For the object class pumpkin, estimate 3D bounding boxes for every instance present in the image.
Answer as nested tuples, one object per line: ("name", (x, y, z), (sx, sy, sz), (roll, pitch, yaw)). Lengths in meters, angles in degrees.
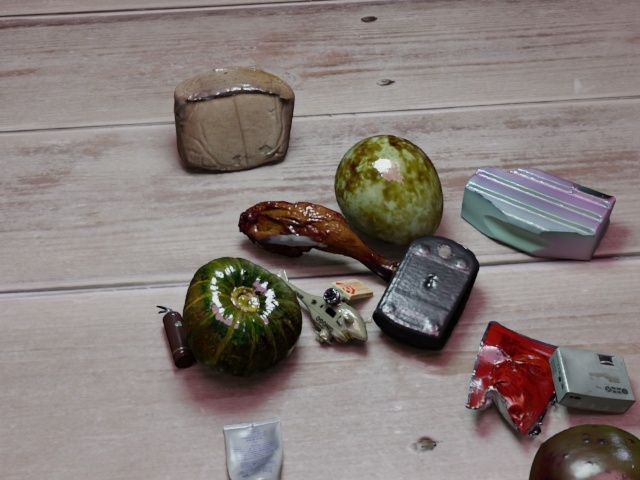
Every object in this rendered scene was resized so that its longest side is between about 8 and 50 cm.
("pumpkin", (-0.173, 0.168, 1.910), (0.260, 0.189, 0.260), (14, 48, -15))

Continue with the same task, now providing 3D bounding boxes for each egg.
("egg", (0.165, -0.113, 2.123), (0.238, 0.238, 0.289), (-30, 55, -25))

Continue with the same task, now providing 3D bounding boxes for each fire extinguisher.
("fire extinguisher", (-0.308, 0.201, 1.970), (0.064, 0.043, 0.158), (9, 39, -33))

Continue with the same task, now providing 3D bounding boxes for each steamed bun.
("steamed bun", (-0.222, -0.326, 2.345), (0.302, 0.251, 0.199), (-5, 36, -8))

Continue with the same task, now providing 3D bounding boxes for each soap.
("soap", (0.503, -0.068, 2.163), (0.324, 0.109, 0.193), (24, 51, 21))

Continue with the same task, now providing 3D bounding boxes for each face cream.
("face cream", (-0.121, 0.428, 1.750), (0.114, 0.070, 0.224), (-7, 35, -6))

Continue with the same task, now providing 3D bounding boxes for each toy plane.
("toy plane", (-0.010, 0.142, 1.999), (0.286, 0.092, 0.108), (37, 82, 28))

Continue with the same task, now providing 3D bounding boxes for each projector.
("projector", (0.542, 0.282, 1.845), (0.147, 0.061, 0.115), (9, 47, -11))

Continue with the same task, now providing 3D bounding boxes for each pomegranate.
("pomegranate", (0.512, 0.450, 1.576), (0.324, 0.290, 0.290), (-10, 47, -16))

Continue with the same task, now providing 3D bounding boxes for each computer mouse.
("computer mouse", (0.232, 0.117, 1.998), (0.170, 0.100, 0.269), (22, 58, 19))

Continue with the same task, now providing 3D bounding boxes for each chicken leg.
("chicken leg", (0.000, 0.000, 2.081), (0.407, 0.157, 0.096), (17, 43, 11))

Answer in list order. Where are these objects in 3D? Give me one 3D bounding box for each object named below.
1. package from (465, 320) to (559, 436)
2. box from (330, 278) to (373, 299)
("package", (0.398, 0.276, 1.871), (0.194, 0.071, 0.269), (31, 49, 9))
("box", (0.071, 0.108, 2.036), (0.058, 0.015, 0.093), (33, 21, 30))
